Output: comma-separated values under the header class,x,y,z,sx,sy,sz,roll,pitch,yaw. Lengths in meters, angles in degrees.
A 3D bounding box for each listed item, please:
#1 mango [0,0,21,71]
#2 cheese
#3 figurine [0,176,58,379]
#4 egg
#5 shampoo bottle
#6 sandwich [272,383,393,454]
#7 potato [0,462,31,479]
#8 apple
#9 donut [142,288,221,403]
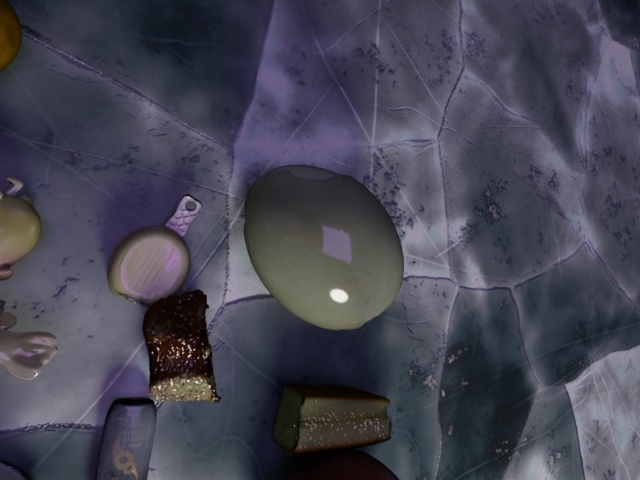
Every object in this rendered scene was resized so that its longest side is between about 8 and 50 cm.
class,x,y,z,sx,sy,sz,roll,pitch,yaw
mango,-0.592,-0.305,0.600,0.254,0.139,0.176,-11,95,-32
cheese,-0.297,0.013,0.769,0.137,0.064,0.227,34,75,-24
figurine,-0.515,0.094,0.599,0.274,0.226,0.394,18,66,-11
egg,0.000,0.000,0.797,0.278,0.278,0.336,-41,107,-22
shampoo bottle,-0.353,0.407,0.729,0.087,0.049,0.234,10,83,-23
sandwich,0.029,0.382,0.878,0.235,0.128,0.122,12,78,-26
potato,-0.537,0.452,0.526,0.246,0.299,0.196,43,87,-7
apple,0.042,0.578,0.800,0.305,0.235,0.306,-8,104,-33
donut,-0.256,0.208,0.759,0.126,0.144,0.187,-5,130,-20
